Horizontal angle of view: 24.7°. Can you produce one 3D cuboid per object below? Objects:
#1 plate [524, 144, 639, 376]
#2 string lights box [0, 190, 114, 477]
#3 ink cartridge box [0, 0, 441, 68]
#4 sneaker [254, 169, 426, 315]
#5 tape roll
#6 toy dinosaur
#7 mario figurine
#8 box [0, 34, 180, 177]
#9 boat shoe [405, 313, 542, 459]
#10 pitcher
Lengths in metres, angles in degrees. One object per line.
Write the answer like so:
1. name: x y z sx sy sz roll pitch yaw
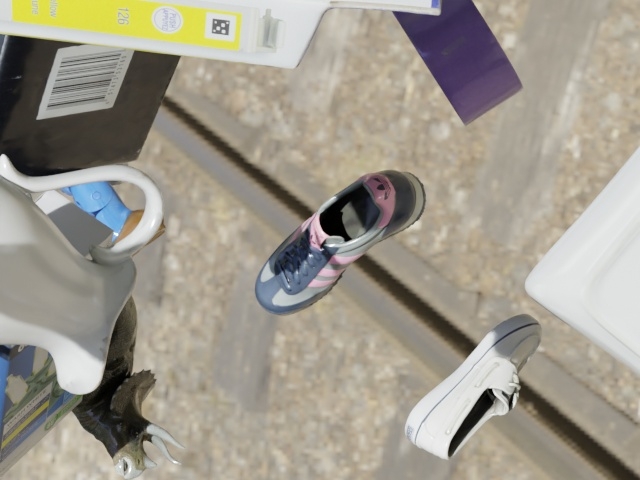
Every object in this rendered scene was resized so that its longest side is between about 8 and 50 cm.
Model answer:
1. plate: 0.343 0.034 1.169 0.277 0.278 0.045 -54 -4 30
2. string lights box: -0.268 0.089 1.302 0.077 0.133 0.259 34 139 12
3. ink cartridge box: -0.070 -0.234 1.033 0.303 0.307 0.072 -83 3 -50
4. sneaker: 0.000 0.000 2.122 0.319 0.131 0.112 -41 69 24
5. tape roll: 0.145 -0.227 1.633 0.080 0.189 0.189 -32 45 8
6. toy dinosaur: -0.254 0.096 1.532 0.121 0.160 0.313 -163 62 -74
7. mario figurine: -0.290 -0.134 1.762 0.320 0.170 0.198 52 137 -3
8. box: -0.258 -0.251 1.282 0.294 0.183 0.296 65 148 23
9. boat shoe: 0.238 0.209 2.072 0.088 0.267 0.096 32 146 35
10. pitcher: -0.225 -0.001 1.063 0.125 0.207 0.177 23 85 54
